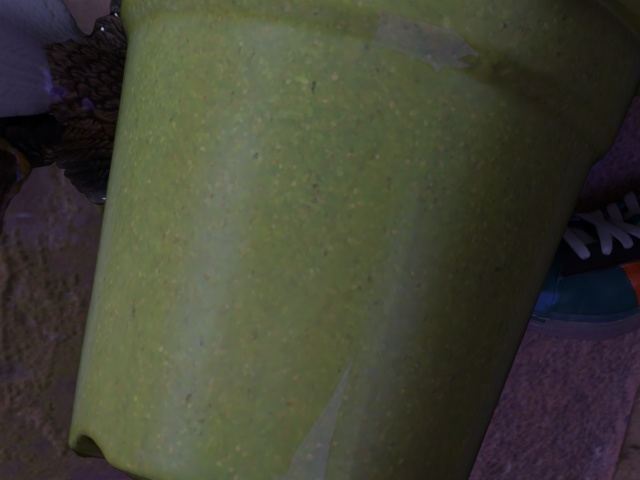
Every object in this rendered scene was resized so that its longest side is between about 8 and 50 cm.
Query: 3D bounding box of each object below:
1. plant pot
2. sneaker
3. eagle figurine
[{"bbox_3d":[0.000,0.000,0.618,0.276,0.276,0.254,19,82,-22],"label":"plant pot"},{"bbox_3d":[0.260,-0.001,1.021,0.302,0.108,0.121,-2,122,-20],"label":"sneaker"},{"bbox_3d":[-0.075,-0.068,0.813,0.298,0.225,0.226,6,114,19],"label":"eagle figurine"}]
